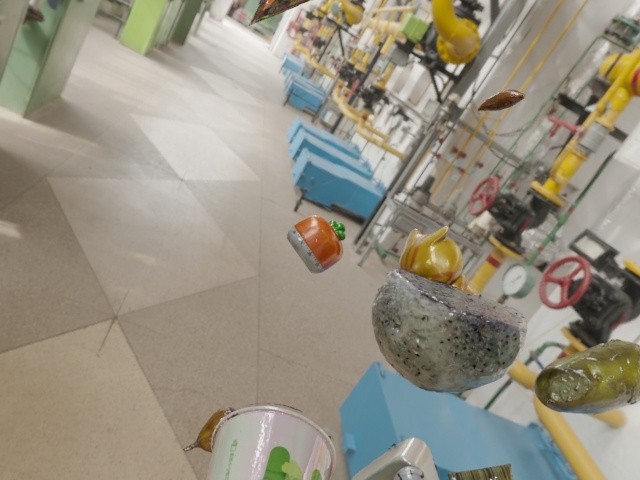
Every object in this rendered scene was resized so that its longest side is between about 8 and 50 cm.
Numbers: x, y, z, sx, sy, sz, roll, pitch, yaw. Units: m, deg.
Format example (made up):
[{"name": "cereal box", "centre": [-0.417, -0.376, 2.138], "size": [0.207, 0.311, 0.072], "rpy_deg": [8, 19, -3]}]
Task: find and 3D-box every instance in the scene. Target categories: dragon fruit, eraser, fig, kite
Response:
[{"name": "dragon fruit", "centre": [0.237, 0.198, 0.959], "size": [0.282, 0.204, 0.221], "rpy_deg": [17, 9, -6]}, {"name": "eraser", "centre": [0.258, 0.805, 1.525], "size": [0.331, 0.331, 0.150], "rpy_deg": [37, 23, 15]}, {"name": "fig", "centre": [-0.263, 0.517, 1.314], "size": [0.119, 0.153, 0.119], "rpy_deg": [45, -9, 9]}, {"name": "kite", "centre": [-0.043, -0.308, 0.627], "size": [0.008, 0.125, 0.222], "rpy_deg": [44, 6, -45]}]

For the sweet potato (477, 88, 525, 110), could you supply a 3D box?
[{"name": "sweet potato", "centre": [0.329, -0.255, 0.920], "size": [0.034, 0.034, 0.095], "rpy_deg": [15, -12, -40]}]

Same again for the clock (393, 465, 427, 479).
[{"name": "clock", "centre": [0.219, 0.689, 1.361], "size": [0.117, 0.176, 0.080], "rpy_deg": [-1, 25, -20]}]

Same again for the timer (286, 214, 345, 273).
[{"name": "timer", "centre": [0.000, 0.000, 1.116], "size": [0.136, 0.136, 0.099], "rpy_deg": [17, 16, -37]}]

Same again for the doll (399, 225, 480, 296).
[{"name": "doll", "centre": [0.277, 0.112, 1.157], "size": [0.162, 0.166, 0.270], "rpy_deg": [-38, 104, -31]}]

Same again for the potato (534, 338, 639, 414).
[{"name": "potato", "centre": [0.490, 0.249, 0.895], "size": [0.251, 0.149, 0.113], "rpy_deg": [-11, 65, -23]}]

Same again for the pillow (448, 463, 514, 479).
[{"name": "pillow", "centre": [0.475, 0.722, 1.468], "size": [0.203, 0.038, 0.113], "rpy_deg": [-4, 74, -11]}]

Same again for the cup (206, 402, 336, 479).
[{"name": "cup", "centre": [-0.108, 0.477, 0.889], "size": [0.253, 0.253, 0.274], "rpy_deg": [29, 27, -7]}]
